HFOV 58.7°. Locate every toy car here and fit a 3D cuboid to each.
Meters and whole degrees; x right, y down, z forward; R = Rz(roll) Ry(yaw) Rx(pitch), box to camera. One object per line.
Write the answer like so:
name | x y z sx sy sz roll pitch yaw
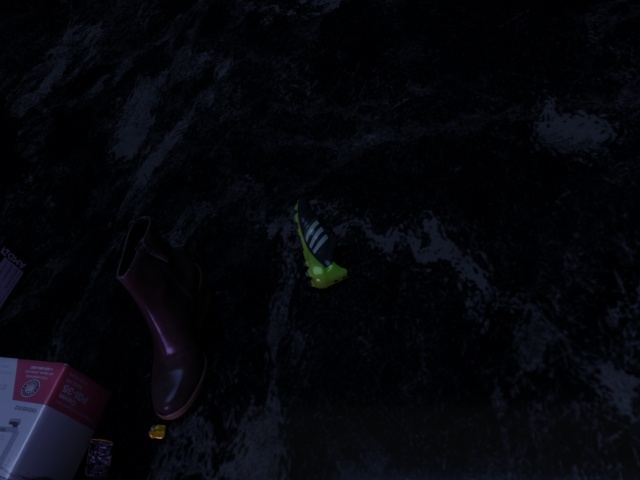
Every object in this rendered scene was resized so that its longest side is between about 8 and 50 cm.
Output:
toy car | -0.279 0.306 0.829 0.122 0.060 0.040 -9 3 -3

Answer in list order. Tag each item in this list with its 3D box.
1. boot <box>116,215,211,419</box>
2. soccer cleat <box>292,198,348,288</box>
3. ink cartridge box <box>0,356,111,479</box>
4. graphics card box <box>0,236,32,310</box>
boot | -0.243 0.114 0.840 0.090 0.206 0.248 -10 49 17
soccer cleat | 0.000 0.000 0.933 0.073 0.060 0.178 -15 54 0
ink cartridge box | -0.471 0.325 0.830 0.207 0.117 0.282 -1 52 24
graphics card box | -0.766 0.161 1.116 0.233 0.094 0.370 -2 53 24
